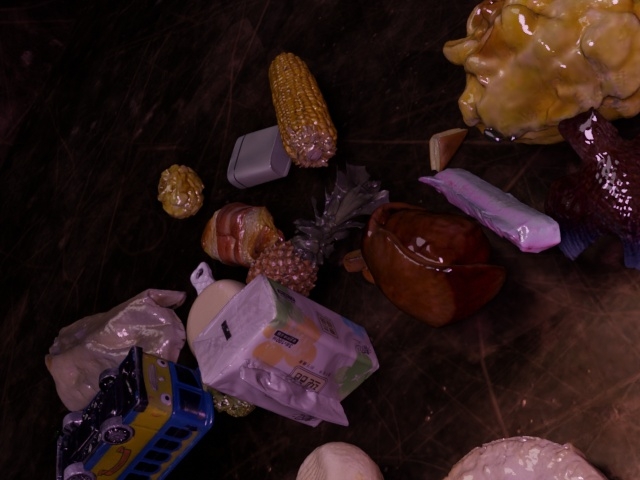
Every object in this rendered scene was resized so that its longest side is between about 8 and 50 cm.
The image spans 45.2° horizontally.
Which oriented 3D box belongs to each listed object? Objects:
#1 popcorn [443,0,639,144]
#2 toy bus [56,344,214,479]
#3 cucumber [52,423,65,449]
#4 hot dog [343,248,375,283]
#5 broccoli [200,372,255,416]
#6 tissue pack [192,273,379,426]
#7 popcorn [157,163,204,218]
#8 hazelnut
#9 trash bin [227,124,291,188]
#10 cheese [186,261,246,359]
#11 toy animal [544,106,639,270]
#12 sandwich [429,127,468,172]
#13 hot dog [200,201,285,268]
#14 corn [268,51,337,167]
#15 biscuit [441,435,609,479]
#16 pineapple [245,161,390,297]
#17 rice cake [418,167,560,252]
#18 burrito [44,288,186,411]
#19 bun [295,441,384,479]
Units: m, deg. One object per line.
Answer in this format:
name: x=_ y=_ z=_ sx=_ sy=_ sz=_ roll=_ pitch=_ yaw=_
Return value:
popcorn: x=0.303 y=-0.231 z=0.997 sx=0.286 sy=0.252 sz=0.215 roll=-25 pitch=45 yaw=48
toy bus: x=-0.329 y=0.332 z=1.343 sx=0.287 sy=0.175 sz=0.138 roll=-49 pitch=37 yaw=24
cucumber: x=-0.420 y=0.356 z=1.533 sx=0.303 sy=0.072 sz=0.081 roll=-30 pitch=46 yaw=31
hot dog: x=0.101 y=0.026 z=1.195 sx=0.140 sy=0.060 sz=0.089 roll=-2 pitch=61 yaw=50
broccoli: x=-0.144 y=0.228 z=1.279 sx=0.130 sy=0.120 sz=0.131 roll=-27 pitch=57 yaw=37
tissue pack: x=-0.040 y=0.181 z=1.107 sx=0.159 sy=0.229 sz=0.145 roll=-45 pitch=41 yaw=16
popcorn: x=-0.314 y=-0.105 z=1.700 sx=0.106 sy=0.116 sz=0.120 roll=-30 pitch=88 yaw=43
hazelnut: x=0.148 y=0.023 z=1.050 sx=0.160 sy=0.170 sz=0.201 roll=-44 pitch=68 yaw=16
trash bin: x=-0.120 y=-0.172 z=1.572 sx=0.130 sy=0.059 sz=0.116 roll=-11 pitch=59 yaw=42
cheese: x=-0.208 y=0.140 z=1.448 sx=0.249 sy=0.071 sz=0.163 roll=22 pitch=82 yaw=52
toy animal: x=0.349 y=-0.067 z=0.895 sx=0.219 sy=0.179 sz=0.116 roll=-31 pitch=19 yaw=32
sandwich: x=0.196 y=-0.153 z=1.227 sx=0.083 sy=0.044 sz=0.031 roll=-57 pitch=33 yaw=-2
hot dog: x=-0.135 y=-0.008 z=1.442 sx=0.262 sy=0.093 sz=0.123 roll=11 pitch=106 yaw=54
corn: x=-0.038 y=-0.254 z=1.499 sx=0.115 sy=0.115 sz=0.317 roll=-39 pitch=41 yaw=24
biscuit: x=0.193 y=0.331 z=0.870 sx=0.281 sy=0.084 sz=0.179 roll=-50 pitch=39 yaw=11
pineapple: x=0.000 y=0.000 z=1.288 sx=0.277 sy=0.130 sz=0.119 roll=-49 pitch=9 yaw=15
rice cake: x=0.222 y=-0.044 z=1.049 sx=0.290 sy=0.081 sz=0.051 roll=-131 pitch=40 yaw=-65
burrito: x=-0.422 y=0.213 z=1.589 sx=0.332 sy=0.135 sz=0.190 roll=-27 pitch=40 yaw=29
bun: x=0.029 y=0.379 z=0.996 sx=0.222 sy=0.128 sz=0.222 roll=-166 pitch=90 yaw=-77
